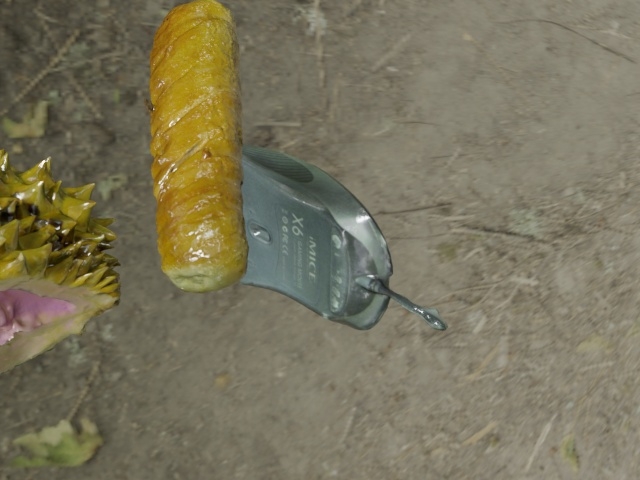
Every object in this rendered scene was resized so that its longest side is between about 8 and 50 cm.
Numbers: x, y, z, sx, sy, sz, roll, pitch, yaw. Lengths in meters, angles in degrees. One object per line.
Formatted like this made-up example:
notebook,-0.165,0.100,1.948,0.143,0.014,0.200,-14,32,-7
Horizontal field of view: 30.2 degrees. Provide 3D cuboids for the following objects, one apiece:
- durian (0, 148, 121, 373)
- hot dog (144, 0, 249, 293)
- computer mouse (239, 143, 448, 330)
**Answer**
durian,-0.195,0.032,0.549,0.182,0.165,0.132,-18,127,7
hot dog,-0.098,-0.087,0.965,0.088,0.061,0.286,-15,57,6
computer mouse,0.000,0.000,1.254,0.379,0.090,0.167,31,134,35
